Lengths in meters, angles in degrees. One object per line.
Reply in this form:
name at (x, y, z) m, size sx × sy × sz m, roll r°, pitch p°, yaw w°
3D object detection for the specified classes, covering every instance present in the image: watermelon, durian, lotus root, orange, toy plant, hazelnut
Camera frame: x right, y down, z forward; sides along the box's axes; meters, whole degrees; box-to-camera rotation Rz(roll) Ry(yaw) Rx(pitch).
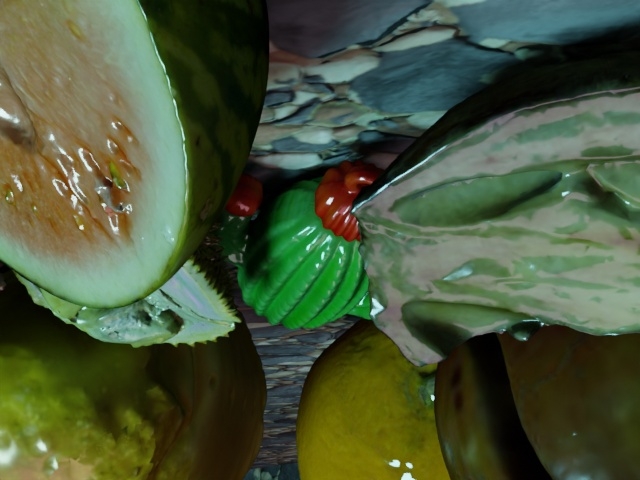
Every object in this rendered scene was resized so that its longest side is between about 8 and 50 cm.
watermelon at (-0.094, -0.069, 0.620) m, size 0.128 × 0.159 × 0.303 m, roll -41°, pitch -171°, yaw -33°
durian at (-0.138, -0.007, 0.819) m, size 0.146 × 0.102 × 0.208 m, roll -7°, pitch 142°, yaw 10°
lotus root at (0.180, -0.038, 0.735) m, size 0.314 × 0.142 × 0.210 m, roll -3°, pitch 129°, yaw 9°
orange at (0.125, 0.202, 1.268) m, size 0.312 × 0.312 × 0.312 m, roll -5°, pitch 165°, yaw -1°
toy plant at (-0.012, 0.000, 0.888) m, size 0.154 × 0.088 × 0.240 m, roll 9°, pitch 157°, yaw 14°
hazelnut at (0.312, 0.139, 0.985) m, size 0.402 × 0.402 × 0.429 m, roll -17°, pitch 146°, yaw 40°

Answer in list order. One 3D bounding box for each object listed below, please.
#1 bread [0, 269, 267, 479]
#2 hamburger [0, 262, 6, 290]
bread at (-0.243, 0.148, 1.039) m, size 0.361 × 0.250 × 0.394 m, roll -6°, pitch 166°, yaw 4°
hamburger at (-0.324, 0.019, 0.739) m, size 0.282 × 0.155 × 0.245 m, roll 7°, pitch 169°, yaw -24°
